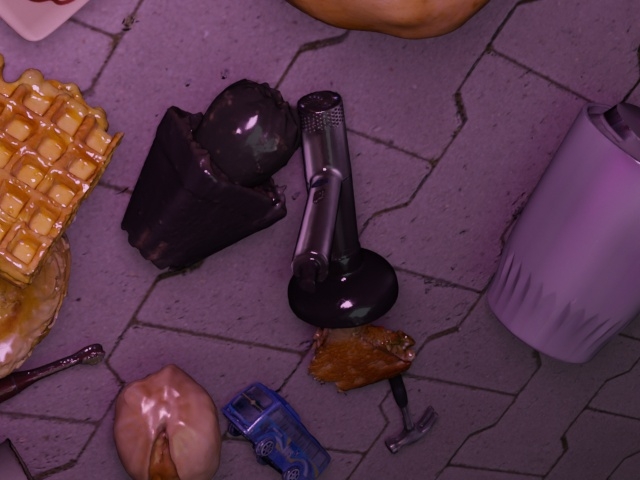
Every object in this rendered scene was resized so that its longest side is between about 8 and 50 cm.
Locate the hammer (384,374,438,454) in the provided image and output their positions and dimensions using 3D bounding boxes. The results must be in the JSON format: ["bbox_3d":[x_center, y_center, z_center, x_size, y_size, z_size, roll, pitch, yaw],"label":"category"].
[{"bbox_3d":[0.142,0.267,2.015,0.103,0.029,0.246,-29,136,-13],"label":"hammer"}]

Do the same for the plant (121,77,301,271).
[{"bbox_3d":[-0.127,-0.077,1.431,0.164,0.142,0.256,24,112,-45],"label":"plant"}]

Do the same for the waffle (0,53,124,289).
[{"bbox_3d":[-0.342,-0.095,1.230,0.229,0.219,0.057,-63,-173,-28],"label":"waffle"}]

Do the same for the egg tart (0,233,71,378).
[{"bbox_3d":[-0.418,0.040,1.331,0.288,0.118,0.288,-20,135,-21],"label":"egg tart"}]

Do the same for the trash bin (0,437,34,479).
[{"bbox_3d":[-0.531,0.466,1.504,0.432,0.280,0.280,-30,138,-17],"label":"trash bin"}]

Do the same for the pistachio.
[{"bbox_3d":[-0.215,0.277,1.681,0.157,0.157,0.230,-24,142,-18],"label":"pistachio"}]

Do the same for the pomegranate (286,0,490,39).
[{"bbox_3d":[0.067,-0.373,1.193,0.332,0.332,0.333,-20,135,-22],"label":"pomegranate"}]

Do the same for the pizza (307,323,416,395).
[{"bbox_3d":[0.046,0.165,1.830,0.147,0.069,0.226,-34,140,26],"label":"pizza"}]

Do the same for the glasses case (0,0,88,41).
[{"bbox_3d":[-0.330,-0.339,1.099,0.144,0.076,0.336,-41,139,1],"label":"glasses case"}]

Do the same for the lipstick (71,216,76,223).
[{"bbox_3d":[-0.327,-0.013,1.259,0.130,0.038,0.038,-24,137,-28],"label":"lipstick"}]

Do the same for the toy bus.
[{"bbox_3d":[-0.068,0.309,1.863,0.094,0.079,0.236,-50,141,-14],"label":"toy bus"}]

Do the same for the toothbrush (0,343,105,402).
[{"bbox_3d":[-0.448,0.206,1.512,0.364,0.041,0.041,-20,135,-21],"label":"toothbrush"}]

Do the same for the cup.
[{"bbox_3d":[0.435,-0.009,1.823,0.253,0.253,0.372,5,123,-39],"label":"cup"}]

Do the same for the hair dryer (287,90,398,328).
[{"bbox_3d":[-0.013,0.012,1.530,0.320,0.155,0.284,77,29,-42],"label":"hair dryer"}]
